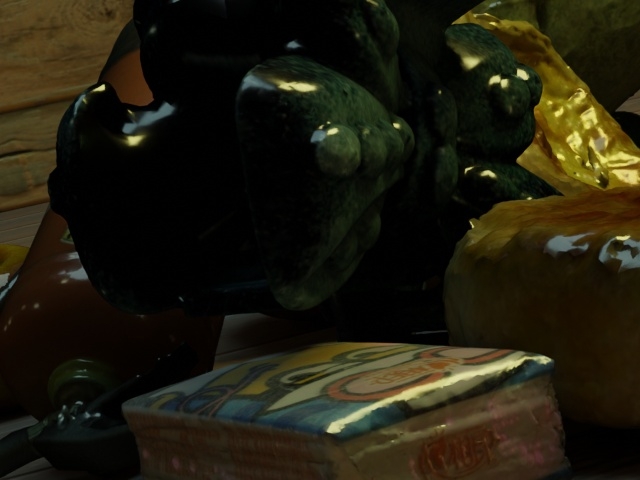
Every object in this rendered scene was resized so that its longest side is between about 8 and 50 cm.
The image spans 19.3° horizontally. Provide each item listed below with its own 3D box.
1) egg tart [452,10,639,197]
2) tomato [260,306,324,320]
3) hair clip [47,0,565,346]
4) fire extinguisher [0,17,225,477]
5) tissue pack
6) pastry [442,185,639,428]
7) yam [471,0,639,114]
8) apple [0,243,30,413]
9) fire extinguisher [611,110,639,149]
[{"bbox_3d":[0.132,-0.049,1.188,0.106,0.241,0.241,-47,-7,21],"label":"egg tart"},{"bbox_3d":[0.000,0.000,1.286,0.199,0.112,0.228,9,6,9],"label":"tomato"},{"bbox_3d":[0.010,-0.046,0.913,0.194,0.206,0.310,-4,-14,30],"label":"hair clip"},{"bbox_3d":[-0.117,0.025,1.047,0.200,0.113,0.376,-48,18,33],"label":"fire extinguisher"},{"bbox_3d":[0.008,0.080,0.763,0.115,0.065,0.155,-15,7,-34],"label":"tissue pack"},{"bbox_3d":[0.150,0.028,0.804,0.192,0.093,0.182,1,8,27],"label":"pastry"},{"bbox_3d":[0.154,-0.165,1.382,0.300,0.195,0.195,-45,10,-3],"label":"yam"},{"bbox_3d":[-0.207,0.056,1.199,0.114,0.102,0.099,-18,10,-36],"label":"apple"},{"bbox_3d":[0.148,-0.051,1.550,0.093,0.118,0.294,26,-16,-31],"label":"fire extinguisher"}]
